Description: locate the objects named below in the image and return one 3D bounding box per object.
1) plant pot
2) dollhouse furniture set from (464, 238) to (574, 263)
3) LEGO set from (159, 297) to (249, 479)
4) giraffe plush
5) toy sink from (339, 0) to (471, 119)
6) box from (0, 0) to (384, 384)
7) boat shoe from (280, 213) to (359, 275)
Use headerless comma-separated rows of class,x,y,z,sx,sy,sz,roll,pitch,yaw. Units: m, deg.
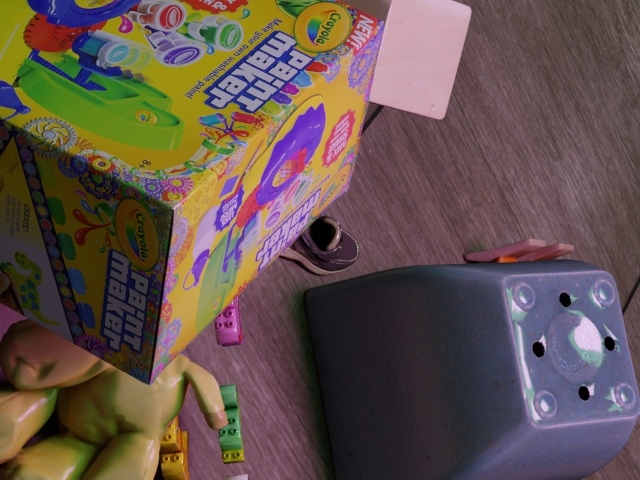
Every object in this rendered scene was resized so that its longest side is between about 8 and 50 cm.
plant pot,0.172,0.132,1.863,0.247,0.252,0.248,-1,76,-36
dollhouse furniture set,0.248,0.125,2.161,0.259,0.135,0.262,8,68,-56
LEGO set,-0.108,0.148,1.623,0.093,0.087,0.227,77,7,-72
giraffe plush,-0.172,0.120,1.507,0.181,0.210,0.170,48,1,-6
toy sink,0.007,-0.209,1.930,0.153,0.234,0.131,8,98,-57
box,-0.152,-0.090,1.427,0.290,0.279,0.177,-46,156,-44
boat shoe,0.000,0.000,1.917,0.152,0.049,0.056,14,63,-55
